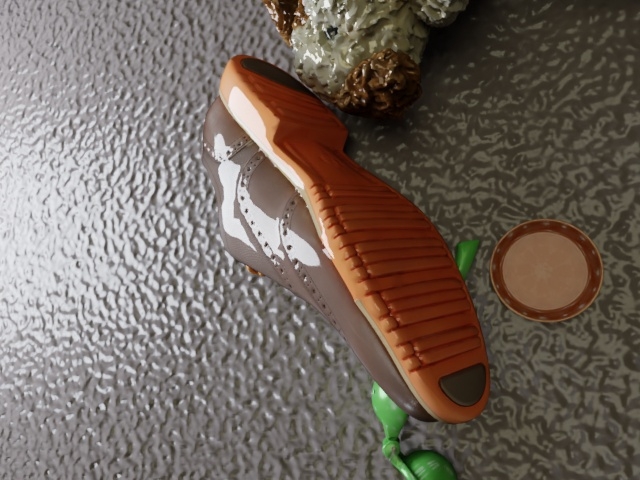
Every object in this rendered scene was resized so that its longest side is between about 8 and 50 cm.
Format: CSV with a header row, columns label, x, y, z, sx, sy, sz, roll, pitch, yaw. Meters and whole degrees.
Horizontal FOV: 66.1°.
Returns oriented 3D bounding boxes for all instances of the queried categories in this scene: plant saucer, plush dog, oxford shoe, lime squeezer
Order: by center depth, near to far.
label,x,y,z,sx,sy,sz,roll,pitch,yaw
lime squeezer,0.101,0.160,0.394,0.109,0.059,0.311,-6,75,-11
plant saucer,0.181,0.024,0.398,0.083,0.013,0.084,-4,79,20
oxford shoe,0.000,0.000,0.420,0.133,0.129,0.364,-51,54,30
plush dog,0.056,-0.224,0.423,0.225,0.210,0.262,-51,46,23
